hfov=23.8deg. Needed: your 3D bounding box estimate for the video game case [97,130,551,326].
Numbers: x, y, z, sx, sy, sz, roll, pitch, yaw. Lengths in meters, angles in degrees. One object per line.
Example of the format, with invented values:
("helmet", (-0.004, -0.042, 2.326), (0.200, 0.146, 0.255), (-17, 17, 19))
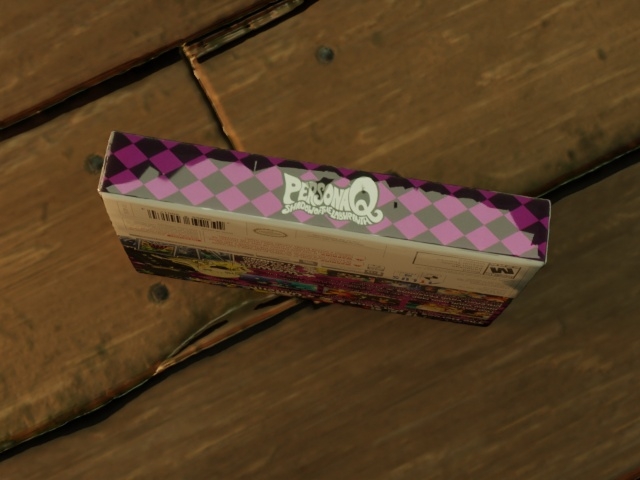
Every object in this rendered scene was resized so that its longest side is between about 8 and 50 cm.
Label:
("video game case", (0.000, 0.000, 0.870), (0.232, 0.210, 0.041), (9, 77, 1))
